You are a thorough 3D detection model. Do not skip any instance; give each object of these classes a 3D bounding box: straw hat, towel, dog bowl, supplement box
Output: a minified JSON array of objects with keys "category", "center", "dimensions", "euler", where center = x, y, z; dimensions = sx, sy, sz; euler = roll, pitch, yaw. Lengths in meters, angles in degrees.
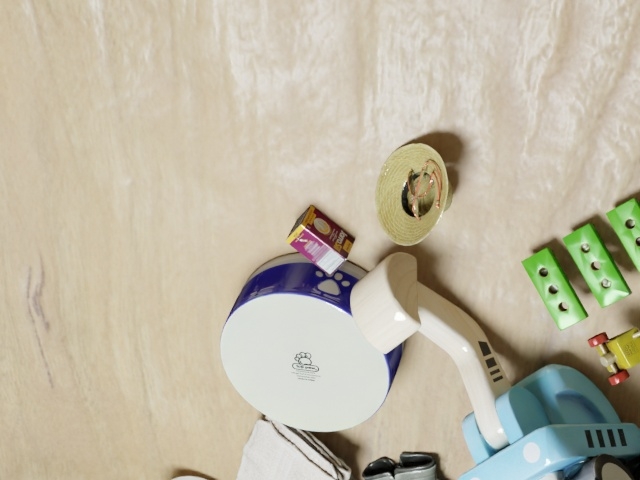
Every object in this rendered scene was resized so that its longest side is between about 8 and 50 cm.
[{"category":"straw hat","center":[0.142,-0.060,1.466],"dimensions":[0.061,0.144,0.144],"euler":[3,138,-37]},{"category":"towel","center":[-0.056,0.419,1.821],"dimensions":[0.187,0.049,0.282],"euler":[37,131,26]},{"category":"dog bowl","center":[-0.012,0.155,1.638],"dimensions":[0.265,0.104,0.265],"euler":[8,125,12]},{"category":"supplement box","center":[0.000,0.000,1.560],"dimensions":[0.083,0.055,0.043],"euler":[38,126,-10]}]

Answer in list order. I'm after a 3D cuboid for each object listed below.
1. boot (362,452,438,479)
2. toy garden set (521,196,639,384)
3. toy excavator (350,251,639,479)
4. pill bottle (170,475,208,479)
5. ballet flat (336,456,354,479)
[{"category":"boot","center":[0.196,0.416,1.766],"dimensions":[0.247,0.083,0.161],"euler":[-10,113,22]},{"category":"toy garden set","center":[0.419,0.056,1.436],"dimensions":[0.244,0.049,0.203],"euler":[-32,82,30]},{"category":"toy excavator","center":[0.265,0.242,1.552],"dimensions":[0.433,0.445,0.222],"euler":[9,139,-42]},{"category":"pill bottle","center":[-0.255,0.556,1.953],"dimensions":[0.162,0.162,0.278],"euler":[22,126,3]},{"category":"ballet flat","center":[0.027,0.432,1.843],"dimensions":[0.068,0.072,0.213],"euler":[-5,134,-29]}]
